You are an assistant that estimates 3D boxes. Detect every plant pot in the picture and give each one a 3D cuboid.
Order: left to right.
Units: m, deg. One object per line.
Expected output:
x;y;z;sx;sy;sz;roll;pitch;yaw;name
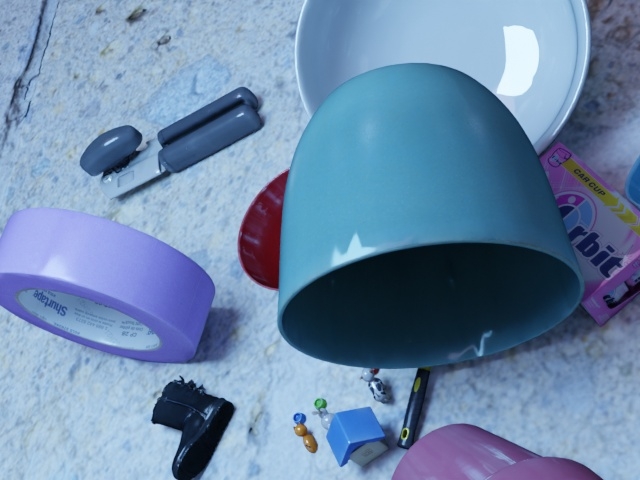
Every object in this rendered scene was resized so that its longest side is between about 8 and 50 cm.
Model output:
0.094;-0.033;1.025;0.293;0.293;0.235;-19;60;24;plant pot
0.157;0.264;0.922;0.201;0.201;0.180;-49;31;-2;plant pot

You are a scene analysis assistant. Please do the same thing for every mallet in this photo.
0.109;0.136;1.135;0.062;0.039;0.189;12;73;38;mallet

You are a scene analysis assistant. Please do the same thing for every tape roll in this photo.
-0.276;0.062;1.281;0.275;0.275;0.090;-1;61;34;tape roll

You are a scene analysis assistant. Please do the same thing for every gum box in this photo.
0.279;-0.007;1.086;0.107;0.062;0.188;-42;47;6;gum box

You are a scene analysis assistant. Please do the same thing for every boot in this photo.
-0.171;0.230;1.259;0.099;0.045;0.121;15;64;37;boot

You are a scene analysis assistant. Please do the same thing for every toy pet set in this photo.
0.020;0.197;1.134;0.122;0.065;0.114;-37;47;10;toy pet set

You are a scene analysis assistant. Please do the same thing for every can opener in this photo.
-0.227;-0.151;1.507;0.283;0.095;0.076;-26;51;20;can opener

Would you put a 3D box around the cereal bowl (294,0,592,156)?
0.149;-0.220;1.207;0.339;0.141;0.339;2;96;16;cereal bowl

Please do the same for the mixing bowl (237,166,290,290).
0.000;0.000;1.251;0.181;0.098;0.181;-17;54;26;mixing bowl

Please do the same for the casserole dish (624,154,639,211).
0.402;-0.087;1.071;0.114;0.037;0.188;26;78;42;casserole dish
